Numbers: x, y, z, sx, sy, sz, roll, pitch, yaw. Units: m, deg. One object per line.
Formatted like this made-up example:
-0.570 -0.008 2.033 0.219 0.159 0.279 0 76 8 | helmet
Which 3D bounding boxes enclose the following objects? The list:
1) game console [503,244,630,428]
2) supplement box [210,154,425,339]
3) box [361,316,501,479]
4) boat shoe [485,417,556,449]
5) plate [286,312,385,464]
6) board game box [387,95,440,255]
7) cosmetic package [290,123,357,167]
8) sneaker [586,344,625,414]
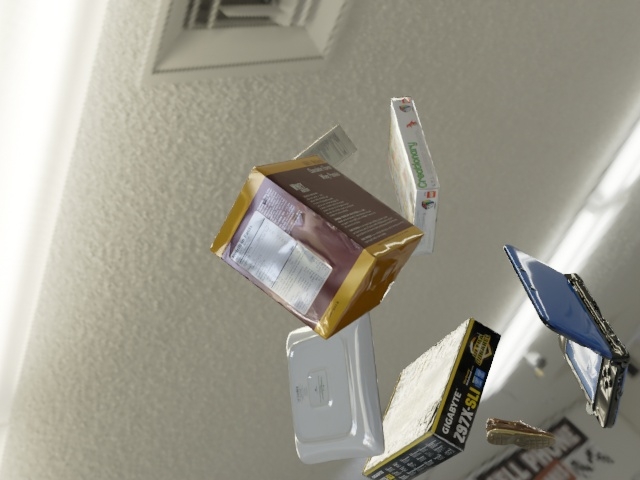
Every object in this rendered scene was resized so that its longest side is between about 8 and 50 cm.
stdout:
0.448 0.177 1.682 0.173 0.293 0.250 -1 -61 -3 | game console
0.000 0.000 1.161 0.129 0.194 0.191 -59 -15 21 | supplement box
0.212 0.322 1.724 0.257 0.079 0.322 -61 5 -33 | box
0.482 0.460 2.136 0.177 0.060 0.064 10 -43 -12 | boat shoe
0.013 0.289 1.732 0.045 0.278 0.278 3 -17 -35 | plate
0.198 -0.143 1.923 0.053 0.305 0.193 -5 -44 -4 | board game box
0.002 -0.151 1.592 0.115 0.060 0.041 -37 10 -7 | cosmetic package
0.564 0.275 1.818 0.057 0.075 0.161 -4 -67 -58 | sneaker
